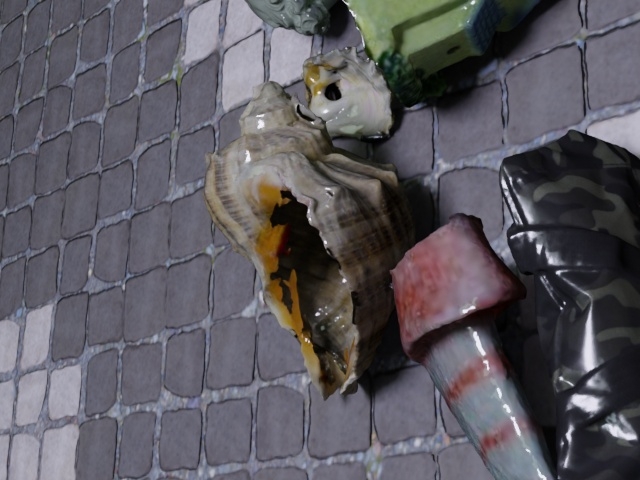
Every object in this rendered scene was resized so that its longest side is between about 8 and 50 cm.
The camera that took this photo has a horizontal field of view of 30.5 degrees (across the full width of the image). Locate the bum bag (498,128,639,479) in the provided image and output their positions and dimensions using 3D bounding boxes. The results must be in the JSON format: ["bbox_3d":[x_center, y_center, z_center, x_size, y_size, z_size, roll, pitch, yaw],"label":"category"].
[{"bbox_3d":[0.205,0.066,0.831,0.095,0.144,0.340,-35,53,49],"label":"bum bag"}]

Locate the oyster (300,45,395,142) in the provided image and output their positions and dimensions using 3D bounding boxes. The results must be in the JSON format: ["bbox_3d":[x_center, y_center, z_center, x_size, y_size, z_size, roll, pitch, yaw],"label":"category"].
[{"bbox_3d":[0.024,-0.140,1.171,0.121,0.045,0.146,64,145,22],"label":"oyster"}]

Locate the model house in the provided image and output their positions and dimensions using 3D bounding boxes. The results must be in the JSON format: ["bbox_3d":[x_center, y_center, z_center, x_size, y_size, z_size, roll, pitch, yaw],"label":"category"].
[{"bbox_3d":[0.110,-0.246,1.054,0.189,0.195,0.214,-28,69,11],"label":"model house"}]

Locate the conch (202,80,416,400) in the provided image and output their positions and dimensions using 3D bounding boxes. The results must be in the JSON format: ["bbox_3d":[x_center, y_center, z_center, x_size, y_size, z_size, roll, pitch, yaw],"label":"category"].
[{"bbox_3d":[0.010,-0.010,1.073,0.210,0.159,0.291,-6,112,56],"label":"conch"}]

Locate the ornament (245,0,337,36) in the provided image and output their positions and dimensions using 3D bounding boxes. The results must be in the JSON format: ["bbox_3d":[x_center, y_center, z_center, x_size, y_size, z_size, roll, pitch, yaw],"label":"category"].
[{"bbox_3d":[0.007,-0.353,1.215,0.130,0.120,0.285,35,102,50],"label":"ornament"}]

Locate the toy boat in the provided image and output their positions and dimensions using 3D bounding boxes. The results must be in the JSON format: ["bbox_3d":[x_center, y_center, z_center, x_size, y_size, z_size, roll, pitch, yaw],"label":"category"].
[{"bbox_3d":[0.141,0.136,0.903,0.206,0.096,0.282,103,145,-63],"label":"toy boat"}]
